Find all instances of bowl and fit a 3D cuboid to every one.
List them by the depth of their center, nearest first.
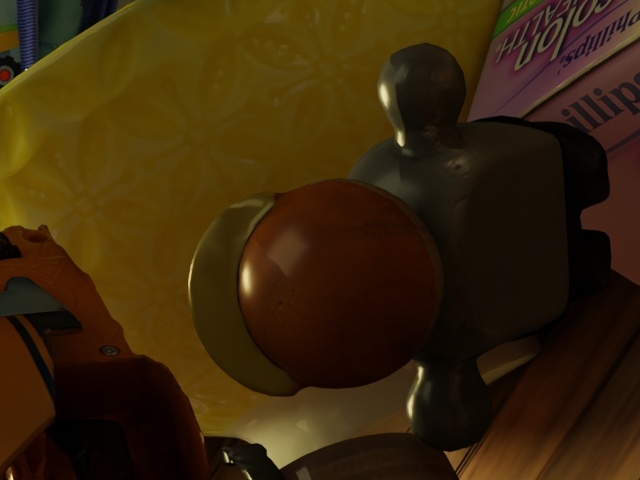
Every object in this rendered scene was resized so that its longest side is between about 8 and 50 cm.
[{"bbox_3d":[0.000,0.000,0.768,0.289,0.156,0.289,-27,-10,-5],"label":"bowl"}]

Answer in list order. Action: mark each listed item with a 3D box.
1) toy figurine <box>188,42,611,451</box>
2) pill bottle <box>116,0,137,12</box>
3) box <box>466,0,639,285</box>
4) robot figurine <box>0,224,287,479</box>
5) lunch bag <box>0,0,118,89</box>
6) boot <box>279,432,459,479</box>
[{"bbox_3d":[0.100,0.007,0.430,0.209,0.213,0.148,-48,-17,31],"label":"toy figurine"},{"bbox_3d":[-0.166,0.055,1.068,0.392,0.224,0.224,-54,19,14],"label":"pill bottle"},{"bbox_3d":[0.174,-0.128,0.630,0.213,0.117,0.243,-35,29,52],"label":"box"},{"bbox_3d":[-0.056,0.127,0.464,0.291,0.085,0.211,-127,36,-55],"label":"robot figurine"},{"bbox_3d":[-0.206,-0.141,0.946,0.221,0.138,0.293,0,85,28],"label":"lunch bag"},{"bbox_3d":[0.027,0.211,0.540,0.283,0.109,0.220,110,147,-50],"label":"boot"}]
